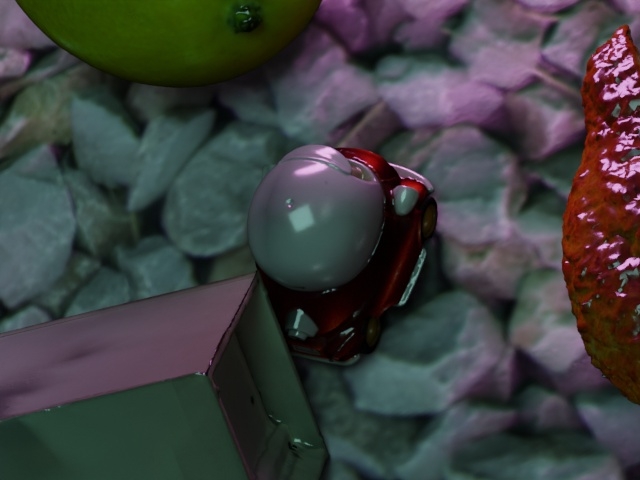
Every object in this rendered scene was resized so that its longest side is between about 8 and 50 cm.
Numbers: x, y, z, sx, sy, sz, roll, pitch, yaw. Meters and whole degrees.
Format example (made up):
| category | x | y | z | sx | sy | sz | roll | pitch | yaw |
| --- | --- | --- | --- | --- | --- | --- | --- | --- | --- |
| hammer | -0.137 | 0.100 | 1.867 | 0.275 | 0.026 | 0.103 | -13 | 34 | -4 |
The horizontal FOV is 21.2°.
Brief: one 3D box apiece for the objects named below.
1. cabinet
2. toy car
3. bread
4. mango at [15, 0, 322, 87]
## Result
| category | x | y | z | sx | sy | sz | roll | pitch | yaw |
| --- | --- | --- | --- | --- | --- | --- | --- | --- | --- |
| cabinet | -0.120 | 0.131 | 1.015 | 0.206 | 0.145 | 0.150 | -14 | 108 | 16 |
| toy car | 0.000 | 0.000 | 1.059 | 0.112 | 0.112 | 0.139 | 10 | 76 | 23 |
| bread | 0.210 | -0.020 | 0.997 | 0.139 | 0.095 | 0.269 | -1 | 69 | 13 |
| mango | -0.115 | -0.197 | 1.148 | 0.273 | 0.149 | 0.185 | 12 | 85 | 30 |
